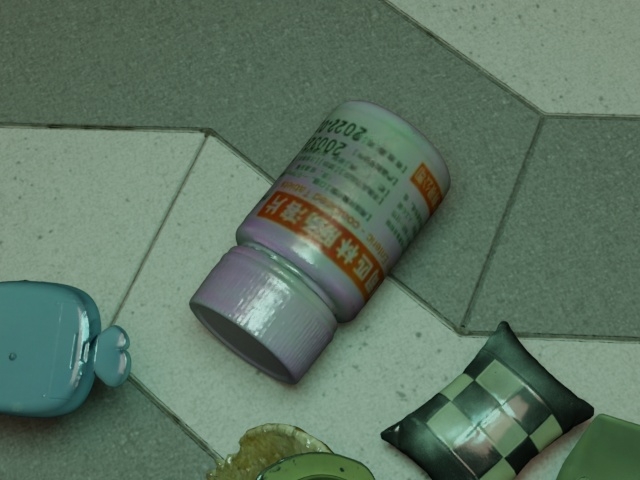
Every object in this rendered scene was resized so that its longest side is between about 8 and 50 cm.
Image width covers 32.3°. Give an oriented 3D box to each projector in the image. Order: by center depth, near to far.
[{"bbox_3d":[0.387,0.375,1.461,0.193,0.088,0.269,12,80,55],"label":"projector"}]

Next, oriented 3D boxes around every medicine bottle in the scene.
[{"bbox_3d":[0.000,0.000,1.612,0.219,0.219,0.388,34,73,16],"label":"medicine bottle"}]

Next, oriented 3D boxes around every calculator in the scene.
[{"bbox_3d":[-0.405,0.149,1.531,0.303,0.042,0.188,2,77,14],"label":"calculator"}]

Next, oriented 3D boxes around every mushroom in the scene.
[{"bbox_3d":[-0.060,0.385,1.425,0.208,0.301,0.233,17,109,-5],"label":"mushroom"}]

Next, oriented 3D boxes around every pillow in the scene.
[{"bbox_3d":[0.233,0.257,1.554,0.250,0.106,0.186,-40,70,-8],"label":"pillow"}]

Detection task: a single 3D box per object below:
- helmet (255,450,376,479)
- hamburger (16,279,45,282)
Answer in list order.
[{"bbox_3d":[0.011,0.364,1.304,0.204,0.137,0.257,-5,69,-11],"label":"helmet"},{"bbox_3d":[-0.420,0.140,1.628,0.185,0.131,0.159,41,90,17],"label":"hamburger"}]
